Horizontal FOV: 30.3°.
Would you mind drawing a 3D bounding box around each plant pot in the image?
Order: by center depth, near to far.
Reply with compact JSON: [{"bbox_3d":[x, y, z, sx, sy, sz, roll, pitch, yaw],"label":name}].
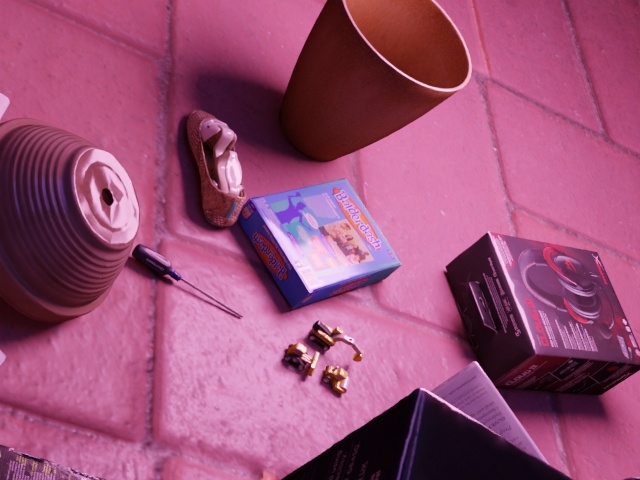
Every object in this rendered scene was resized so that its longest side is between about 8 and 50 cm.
[{"bbox_3d":[-0.280,-0.035,1.325,0.237,0.110,0.237,44,36,-45],"label":"plant pot"},{"bbox_3d":[0.055,-0.237,1.769,0.237,0.254,0.237,25,42,-25],"label":"plant pot"}]

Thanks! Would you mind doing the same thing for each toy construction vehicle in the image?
[{"bbox_3d":[0.009,0.148,1.558,0.098,0.035,0.086,38,39,-10],"label":"toy construction vehicle"}]

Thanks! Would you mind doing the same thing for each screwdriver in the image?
[{"bbox_3d":[-0.167,0.058,1.496,0.170,0.024,0.025,39,67,-19],"label":"screwdriver"}]

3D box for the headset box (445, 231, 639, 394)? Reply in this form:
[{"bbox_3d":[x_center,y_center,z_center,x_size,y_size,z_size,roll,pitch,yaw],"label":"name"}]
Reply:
[{"bbox_3d":[0.338,0.116,1.829,0.293,0.110,0.218,10,51,-37],"label":"headset box"}]

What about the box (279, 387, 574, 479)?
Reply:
[{"bbox_3d":[0.109,0.436,1.024,0.480,0.472,0.297,33,44,-16],"label":"box"}]

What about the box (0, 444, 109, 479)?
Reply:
[{"bbox_3d":[-0.279,0.303,1.150,0.184,0.045,0.190,26,41,-26],"label":"box"}]

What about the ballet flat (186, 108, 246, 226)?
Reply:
[{"bbox_3d":[-0.137,-0.114,1.634,0.073,0.067,0.206,10,50,-36],"label":"ballet flat"}]

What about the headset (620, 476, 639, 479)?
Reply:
[{"bbox_3d":[0.440,0.511,1.553,0.243,0.185,0.394,16,59,-59],"label":"headset"}]

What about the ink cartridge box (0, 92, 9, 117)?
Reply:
[{"bbox_3d":[-0.471,-0.105,1.292,0.172,0.100,0.237,33,39,-16],"label":"ink cartridge box"}]

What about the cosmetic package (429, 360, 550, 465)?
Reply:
[{"bbox_3d":[0.231,0.349,1.407,0.365,0.155,0.197,55,-3,19],"label":"cosmetic package"}]

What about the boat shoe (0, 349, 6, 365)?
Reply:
[{"bbox_3d":[-0.411,0.164,1.119,0.088,0.096,0.267,48,46,-4],"label":"boat shoe"}]

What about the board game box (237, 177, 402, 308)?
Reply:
[{"bbox_3d":[0.000,0.000,1.674,0.210,0.047,0.160,-14,66,-48],"label":"board game box"}]
